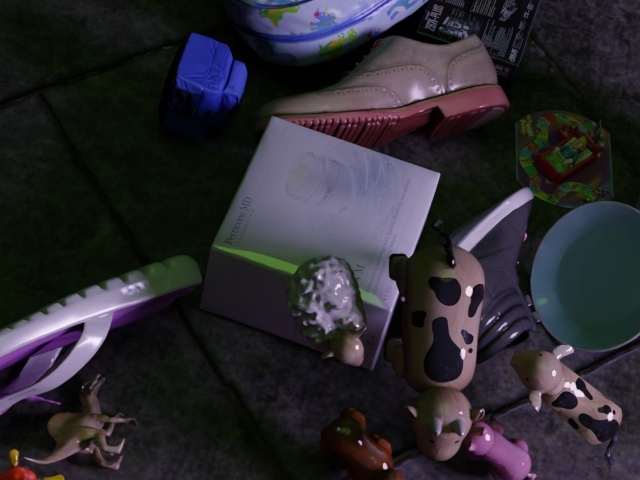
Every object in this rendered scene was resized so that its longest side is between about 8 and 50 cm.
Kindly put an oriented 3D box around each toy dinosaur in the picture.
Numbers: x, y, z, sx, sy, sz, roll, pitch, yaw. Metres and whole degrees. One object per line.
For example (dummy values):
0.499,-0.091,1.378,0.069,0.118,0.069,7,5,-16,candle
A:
-0.261,0.219,1.804,0.093,0.053,0.183,20,30,5,toy dinosaur

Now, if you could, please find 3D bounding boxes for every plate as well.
0.344,0.045,2.003,0.024,0.188,0.188,18,38,-51,plate

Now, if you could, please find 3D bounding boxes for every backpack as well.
-0.153,-0.184,2.086,0.101,0.120,0.098,24,50,-5,backpack
0.022,-0.390,2.191,0.355,0.273,0.290,-46,54,-5,backpack

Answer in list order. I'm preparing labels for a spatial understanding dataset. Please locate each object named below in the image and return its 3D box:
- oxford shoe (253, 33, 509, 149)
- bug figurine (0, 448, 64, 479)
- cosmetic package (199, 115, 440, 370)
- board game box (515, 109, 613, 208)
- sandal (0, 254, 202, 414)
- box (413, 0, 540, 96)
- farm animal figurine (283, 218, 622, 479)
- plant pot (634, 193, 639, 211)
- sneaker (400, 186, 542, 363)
0.068,-0.191,2.114,0.348,0.123,0.130,-9,76,-23,oxford shoe
-0.399,0.327,1.691,0.279,0.072,0.216,-2,61,-18,bug figurine
0.000,0.000,1.969,0.225,0.138,0.224,18,53,4,cosmetic package
0.329,-0.119,2.184,0.133,0.033,0.168,8,52,-5,board game box
-0.299,0.130,1.817,0.416,0.169,0.102,-25,87,-25,sandal
0.217,-0.298,2.266,0.147,0.077,0.180,19,53,3,box
0.153,0.144,1.779,0.330,0.172,0.326,-16,101,-6,farm animal figurine
0.501,-0.023,2.024,0.191,0.284,0.284,-28,60,2,plant pot
0.216,0.048,2.009,0.147,0.104,0.296,50,41,-3,sneaker
